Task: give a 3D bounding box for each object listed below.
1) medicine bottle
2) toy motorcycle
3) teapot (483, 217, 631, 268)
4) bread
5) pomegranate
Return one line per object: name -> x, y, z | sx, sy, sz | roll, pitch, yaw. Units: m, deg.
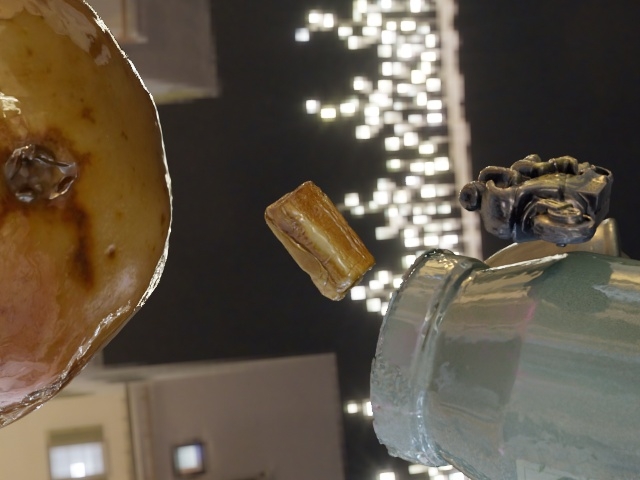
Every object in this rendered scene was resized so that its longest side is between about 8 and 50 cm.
medicine bottle -> 0.213, 0.124, 1.353 | 0.290, 0.245, 0.245 | 12, -71, 29
toy motorcycle -> 0.183, -0.037, 1.335 | 0.193, 0.124, 0.061 | -50, 144, -65
teapot -> 0.269, 0.142, 1.864 | 0.239, 0.239, 0.322 | -69, 149, -63
bread -> 0.000, 0.000, 1.726 | 0.132, 0.074, 0.053 | 49, -45, -3
pomegranate -> -0.313, -0.045, 1.205 | 0.410, 0.410, 0.410 | 176, -90, -69
